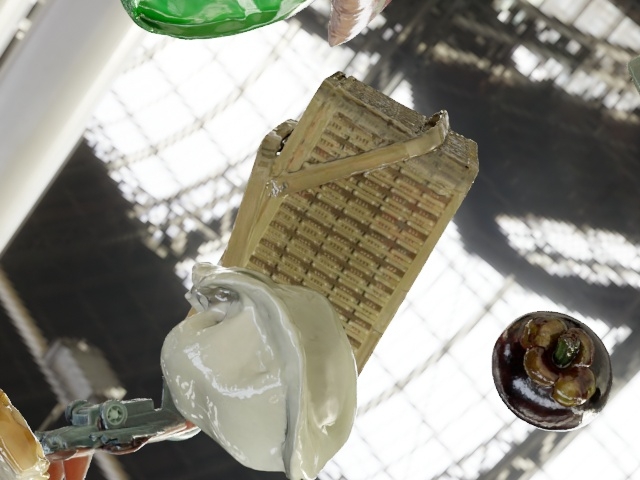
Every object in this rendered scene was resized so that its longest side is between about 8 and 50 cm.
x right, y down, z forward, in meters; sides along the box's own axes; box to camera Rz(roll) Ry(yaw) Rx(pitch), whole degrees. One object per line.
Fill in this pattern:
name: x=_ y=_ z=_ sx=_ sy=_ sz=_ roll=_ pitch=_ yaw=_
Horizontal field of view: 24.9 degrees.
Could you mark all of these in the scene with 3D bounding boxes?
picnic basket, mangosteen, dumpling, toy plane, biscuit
picnic basket: x=0.000 y=0.000 z=1.343 sx=0.175 sy=0.312 sz=0.228 roll=30 pitch=-169 yaw=0
mangosteen: x=0.237 y=0.127 z=1.473 sx=0.140 sy=0.140 sz=0.140 roll=32 pitch=-157 yaw=-15
dumpling: x=-0.047 y=0.088 z=1.061 sx=0.250 sy=0.132 sz=0.162 roll=-151 pitch=43 yaw=-71
toy plane: x=-0.253 y=0.248 z=1.952 sx=0.326 sy=0.223 sz=0.104 roll=-21 pitch=-81 yaw=-39
biscuit: x=-0.313 y=0.152 z=1.228 sx=0.040 sy=0.309 sz=0.204 roll=-36 pitch=-96 yaw=-29

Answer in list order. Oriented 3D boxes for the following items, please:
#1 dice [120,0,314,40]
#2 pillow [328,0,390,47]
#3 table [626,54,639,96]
dice: x=-0.062 y=-0.197 z=0.796 sx=0.128 sy=0.131 sz=0.120 roll=-17 pitch=-132 yaw=-9
pillow: x=0.084 y=-0.402 z=2.094 sx=0.084 sy=0.223 sz=0.236 roll=34 pitch=165 yaw=11
table: x=0.483 y=-0.208 z=1.682 sx=0.126 sy=0.220 sz=0.126 roll=51 pitch=-160 yaw=-26
